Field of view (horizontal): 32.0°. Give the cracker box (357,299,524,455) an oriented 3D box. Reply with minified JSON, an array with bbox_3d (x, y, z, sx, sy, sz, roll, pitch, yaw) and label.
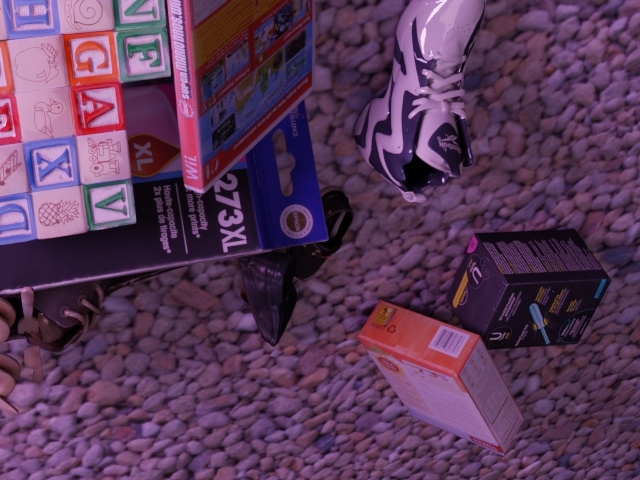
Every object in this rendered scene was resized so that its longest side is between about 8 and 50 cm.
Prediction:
[{"bbox_3d":[0.163,0.183,1.471,0.067,0.156,0.232,-56,142,-20],"label":"cracker box"}]

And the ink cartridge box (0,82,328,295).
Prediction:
[{"bbox_3d":[-0.172,-0.057,1.074,0.371,0.175,0.069,-9,179,-20],"label":"ink cartridge box"}]

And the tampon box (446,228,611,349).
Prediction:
[{"bbox_3d":[0.267,0.063,1.446,0.161,0.101,0.120,-1,131,-24],"label":"tampon box"}]

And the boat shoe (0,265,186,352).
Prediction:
[{"bbox_3d":[-0.276,0.051,1.133,0.355,0.130,0.132,-15,153,-11],"label":"boat shoe"}]

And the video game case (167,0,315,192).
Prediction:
[{"bbox_3d":[-0.064,-0.208,0.978,0.204,0.025,0.285,-49,150,-41],"label":"video game case"}]

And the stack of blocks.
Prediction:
[{"bbox_3d":[-0.218,-0.158,0.930,0.171,0.087,0.297,-9,113,-17],"label":"stack of blocks"}]

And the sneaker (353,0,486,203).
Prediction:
[{"bbox_3d":[0.123,-0.140,1.141,0.094,0.153,0.235,10,127,-35],"label":"sneaker"}]

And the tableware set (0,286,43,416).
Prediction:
[{"bbox_3d":[-0.327,0.111,1.042,0.128,0.039,0.194,-5,147,-14],"label":"tableware set"}]

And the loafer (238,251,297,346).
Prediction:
[{"bbox_3d":[-0.065,0.066,1.334,0.061,0.062,0.170,17,141,10],"label":"loafer"}]

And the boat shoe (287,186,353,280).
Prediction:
[{"bbox_3d":[-0.002,0.000,1.301,0.049,0.042,0.133,3,131,-31],"label":"boat shoe"}]
